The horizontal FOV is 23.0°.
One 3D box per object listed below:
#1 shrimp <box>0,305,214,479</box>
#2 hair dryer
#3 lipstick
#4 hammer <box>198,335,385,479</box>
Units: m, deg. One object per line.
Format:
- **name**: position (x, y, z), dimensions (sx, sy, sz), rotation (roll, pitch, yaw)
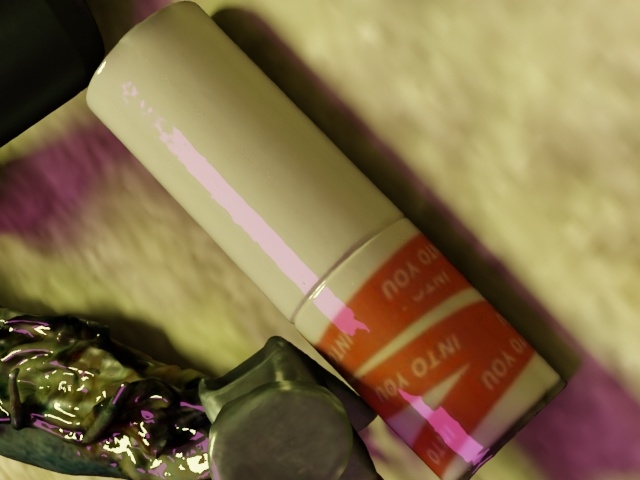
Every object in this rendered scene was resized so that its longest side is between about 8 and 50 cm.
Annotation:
- **shrimp**: position (-0.135, 0.033, 0.477), dimensions (0.262, 0.198, 0.051), rotation (11, 83, 40)
- **hair dryer**: position (-0.120, -0.027, 0.478), dimensions (0.057, 0.100, 0.197), rotation (54, 165, 4)
- **lipstick**: position (0.000, 0.000, 0.378), dimensions (0.130, 0.038, 0.038), rotation (46, 146, 10)
- **hammer**: position (0.068, 0.138, 0.395), dimensions (0.287, 0.033, 0.111), rotation (51, 180, -7)
